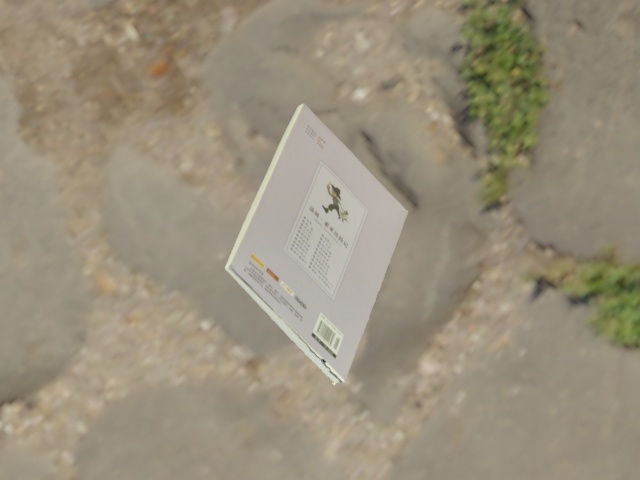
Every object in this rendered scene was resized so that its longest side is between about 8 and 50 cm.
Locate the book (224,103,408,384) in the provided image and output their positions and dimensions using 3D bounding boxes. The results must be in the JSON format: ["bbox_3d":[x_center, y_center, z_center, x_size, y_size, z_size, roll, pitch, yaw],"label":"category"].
[{"bbox_3d":[0.000,0.000,1.373,0.014,0.182,0.127,-24,121,38],"label":"book"}]
